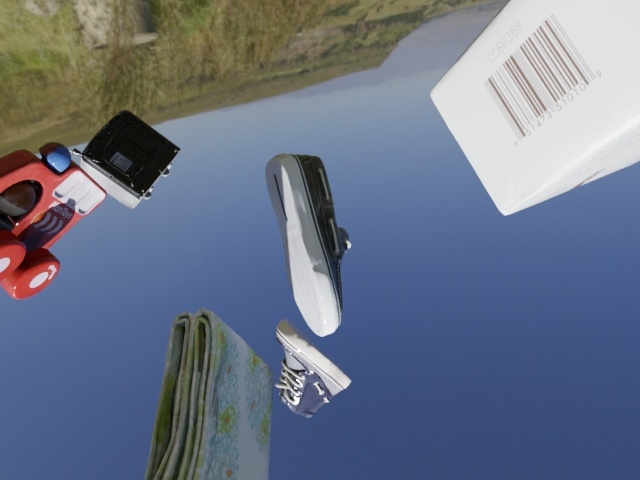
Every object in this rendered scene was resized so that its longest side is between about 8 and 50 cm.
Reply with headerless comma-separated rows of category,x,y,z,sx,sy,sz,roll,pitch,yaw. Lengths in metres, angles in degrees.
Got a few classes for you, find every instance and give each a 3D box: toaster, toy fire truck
toaster,-0.445,-0.188,1.192,0.110,0.185,0.168,-30,-153,58
toy fire truck,-0.516,-0.055,0.896,0.254,0.169,0.302,-49,173,-13

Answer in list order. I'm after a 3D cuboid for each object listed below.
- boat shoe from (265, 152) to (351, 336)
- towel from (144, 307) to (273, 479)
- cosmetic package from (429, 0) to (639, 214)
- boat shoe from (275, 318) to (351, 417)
boat shoe,0.000,0.000,0.939,0.119,0.335,0.121,-14,-177,-29
towel,-0.154,0.318,0.831,0.090,0.374,0.321,-2,-120,11
cosmetic package,0.330,-0.178,0.520,0.385,0.156,0.217,-18,164,-30
boat shoe,-0.049,0.321,1.235,0.158,0.340,0.127,-44,-132,-7
